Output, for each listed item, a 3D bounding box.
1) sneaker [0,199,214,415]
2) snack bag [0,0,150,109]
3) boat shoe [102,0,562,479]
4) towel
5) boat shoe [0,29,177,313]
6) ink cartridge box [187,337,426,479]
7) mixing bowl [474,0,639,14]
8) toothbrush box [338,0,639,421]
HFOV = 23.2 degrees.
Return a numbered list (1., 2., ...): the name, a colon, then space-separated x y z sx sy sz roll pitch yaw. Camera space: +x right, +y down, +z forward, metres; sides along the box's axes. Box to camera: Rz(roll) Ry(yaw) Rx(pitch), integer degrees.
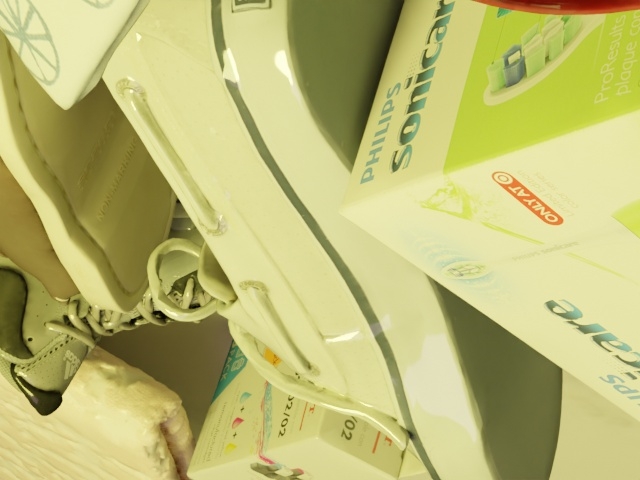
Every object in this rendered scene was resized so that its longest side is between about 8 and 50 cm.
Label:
1. sneaker: -0.104 0.043 0.849 0.228 0.132 0.086 11 152 13
2. snack bag: -0.090 -0.218 0.317 0.323 0.037 0.342 53 146 -2
3. boat shoe: -0.003 0.006 0.723 0.156 0.136 0.367 0 145 30
4. towel: -0.218 0.106 1.057 0.331 0.053 0.317 23 156 17
5. boat shoe: -0.138 -0.074 0.682 0.096 0.117 0.324 15 154 13
6. ink cartridge box: 0.005 0.088 0.897 0.061 0.104 0.181 31 149 -24
7. mixing bowl: 0.082 -0.151 0.393 0.181 0.098 0.181 -10 149 -6
8. toothbrush box: 0.182 -0.037 0.550 0.206 0.122 0.283 34 150 -30
